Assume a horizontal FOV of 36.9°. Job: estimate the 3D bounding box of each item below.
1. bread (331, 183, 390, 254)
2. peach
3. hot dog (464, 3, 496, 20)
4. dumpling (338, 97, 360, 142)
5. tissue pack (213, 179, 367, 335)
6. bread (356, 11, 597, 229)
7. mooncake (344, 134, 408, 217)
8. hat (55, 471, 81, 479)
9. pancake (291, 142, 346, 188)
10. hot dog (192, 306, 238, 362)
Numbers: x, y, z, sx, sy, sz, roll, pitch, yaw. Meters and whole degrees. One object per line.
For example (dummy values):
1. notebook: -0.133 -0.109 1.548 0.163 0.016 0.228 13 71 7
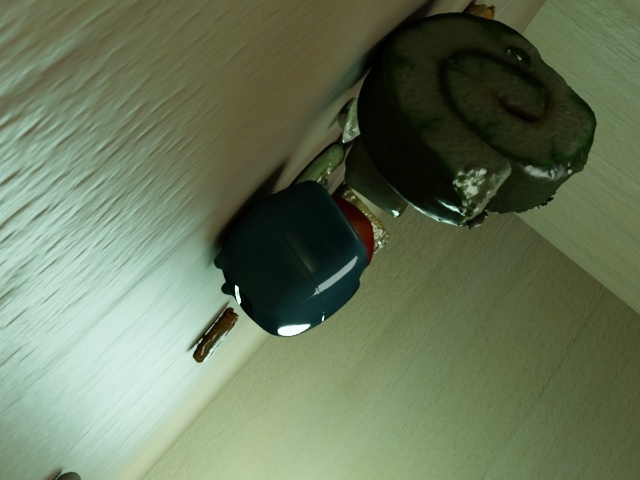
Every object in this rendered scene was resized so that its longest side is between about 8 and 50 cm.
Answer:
1. bread: 0.051 -0.005 2.339 0.204 0.162 0.262 -39 161 2
2. peach: 0.000 0.000 2.092 0.190 0.226 0.196 -141 -128 -64
3. hot dog: 0.273 -0.383 1.999 0.269 0.072 0.109 -52 172 10
4. dumpling: 0.051 -0.201 1.576 0.077 0.043 0.059 -45 152 -17
5. tissue pack: -0.052 0.045 1.537 0.206 0.198 0.287 -34 170 -10
6. bread: 0.243 -0.184 1.479 0.129 0.366 0.382 125 -15 -51
7. mooncake: 0.160 -0.197 1.827 0.284 0.156 0.284 -58 174 -9
8. hat: -0.487 0.493 1.779 0.112 0.094 0.162 -63 171 -66
9. pancake: -0.037 -0.070 1.761 0.253 0.037 0.253 -52 176 -5
10. hot dog: -0.228 0.205 2.082 0.144 0.038 0.062 -53 172 7
